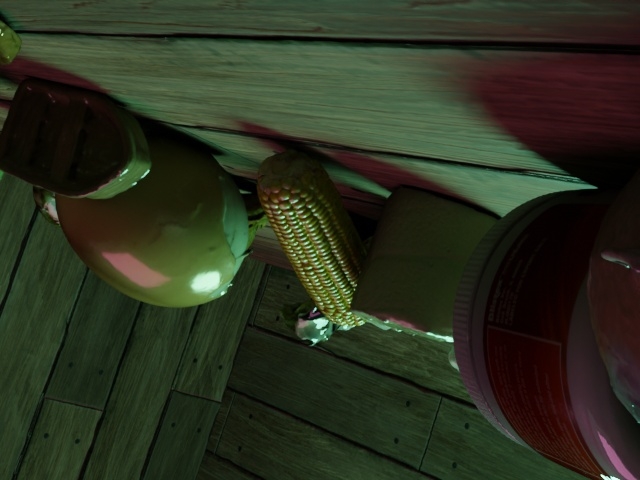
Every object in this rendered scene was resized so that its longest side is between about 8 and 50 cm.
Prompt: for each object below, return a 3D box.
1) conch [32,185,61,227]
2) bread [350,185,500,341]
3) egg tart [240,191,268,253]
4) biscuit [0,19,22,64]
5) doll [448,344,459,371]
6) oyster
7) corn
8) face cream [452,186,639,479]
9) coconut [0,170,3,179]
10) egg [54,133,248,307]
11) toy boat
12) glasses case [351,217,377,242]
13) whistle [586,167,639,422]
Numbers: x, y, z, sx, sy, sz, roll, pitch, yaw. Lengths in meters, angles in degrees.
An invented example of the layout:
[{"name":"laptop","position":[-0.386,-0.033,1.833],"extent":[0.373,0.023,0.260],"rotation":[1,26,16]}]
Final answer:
[{"name":"conch","position":[-0.334,-0.089,1.525],"extent":[0.182,0.124,0.187],"rotation":[5,154,5]},{"name":"bread","position":[0.112,0.031,1.104],"extent":[0.134,0.141,0.148],"rotation":[19,177,14]},{"name":"egg tart","position":[-0.175,-0.014,1.556],"extent":[0.241,0.105,0.241],"rotation":[-9,-171,2]},{"name":"biscuit","position":[-0.328,-0.189,0.906],"extent":[0.142,0.028,0.221],"rotation":[22,174,-28]},{"name":"doll","position":[0.255,0.112,1.394],"extent":[0.095,0.192,0.149],"rotation":[39,-170,22]},{"name":"oyster","position":[0.074,0.061,1.361],"extent":[0.238,0.114,0.351],"rotation":[-8,157,-9]},{"name":"corn","position":[0.000,0.000,1.127],"extent":[0.081,0.081,0.248],"rotation":[16,151,32]},{"name":"face cream","position":[0.214,0.063,0.697],"extent":[0.201,0.201,0.187],"rotation":[20,176,-18]},{"name":"coconut","position":[-0.480,-0.124,1.232],"extent":[0.236,0.235,0.205],"rotation":[21,152,-32]},{"name":"egg","position":[-0.203,-0.028,1.280],"extent":[0.244,0.201,0.201],"rotation":[23,174,-31]},{"name":"toy boat","position":[-0.260,-0.104,1.154],"extent":[0.188,0.116,0.061],"rotation":[19,-179,30]},{"name":"glasses case","position":[0.098,0.029,1.517],"extent":[0.321,0.082,0.122],"rotation":[20,176,-15]},{"name":"whistle","position":[0.269,0.042,0.532],"extent":[0.348,0.189,0.189],"rotation":[8,-179,-30]}]
